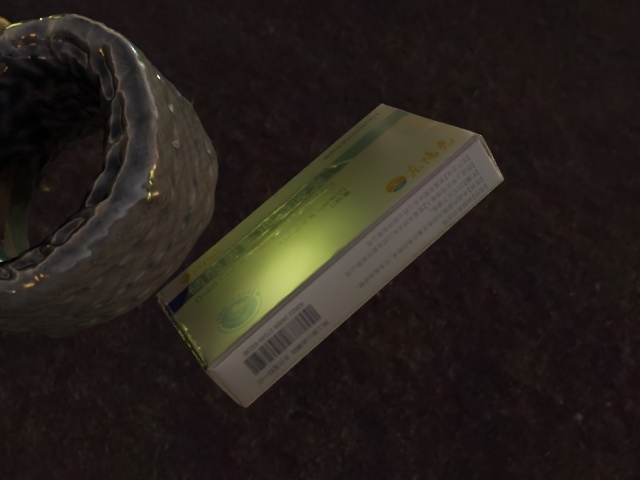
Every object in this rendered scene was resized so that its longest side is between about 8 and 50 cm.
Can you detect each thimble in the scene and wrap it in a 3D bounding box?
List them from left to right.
[{"bbox_3d":[-0.207,-0.041,0.672,0.217,0.157,0.245,36,88,20],"label":"thimble"}]

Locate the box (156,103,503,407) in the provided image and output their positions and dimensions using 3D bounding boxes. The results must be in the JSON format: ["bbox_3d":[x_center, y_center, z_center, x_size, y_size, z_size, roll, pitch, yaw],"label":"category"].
[{"bbox_3d":[0.000,0.000,0.879,0.343,0.065,0.200,-41,29,-8],"label":"box"}]

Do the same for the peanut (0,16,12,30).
[{"bbox_3d":[-0.490,-0.286,1.155,0.207,0.087,0.087,30,44,23],"label":"peanut"}]
